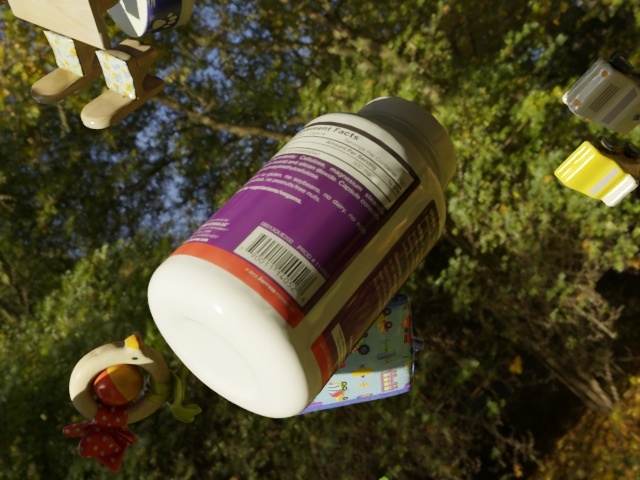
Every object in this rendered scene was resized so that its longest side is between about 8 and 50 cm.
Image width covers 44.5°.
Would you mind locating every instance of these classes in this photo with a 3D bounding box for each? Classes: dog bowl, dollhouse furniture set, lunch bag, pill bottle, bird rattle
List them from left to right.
[{"bbox_3d":[-0.493,-0.374,1.190,0.256,0.394,0.362,-44,-36,-32],"label":"dollhouse furniture set"},{"bbox_3d":[-0.332,0.255,1.320,0.253,0.143,0.207,-23,-57,6],"label":"bird rattle"},{"bbox_3d":[-0.352,-0.531,1.498,0.104,0.265,0.265,-27,-22,-27],"label":"dog bowl"},{"bbox_3d":[0.000,0.000,0.758,0.323,0.181,0.181,-48,-12,-31],"label":"pill bottle"},{"bbox_3d":[0.074,0.229,1.652,0.138,0.293,0.221,-88,-8,-70],"label":"lunch bag"}]

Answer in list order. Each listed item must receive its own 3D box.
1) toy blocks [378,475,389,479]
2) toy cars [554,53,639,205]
[{"bbox_3d":[-0.021,0.408,0.679,0.381,0.191,0.261,-32,20,-13],"label":"toy blocks"},{"bbox_3d":[0.469,-0.153,1.234,0.176,0.087,0.394,-28,-29,-1],"label":"toy cars"}]
